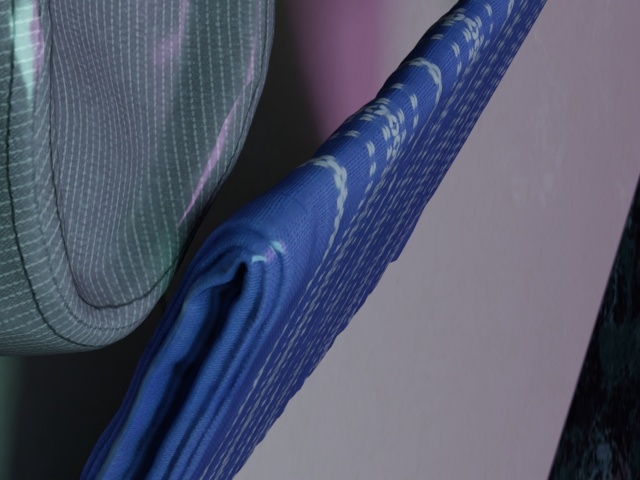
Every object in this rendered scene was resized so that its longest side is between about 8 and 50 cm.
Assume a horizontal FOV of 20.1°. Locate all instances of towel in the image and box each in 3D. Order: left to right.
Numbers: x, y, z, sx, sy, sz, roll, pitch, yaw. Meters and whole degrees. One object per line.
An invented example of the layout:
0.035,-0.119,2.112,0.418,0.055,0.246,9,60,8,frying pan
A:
0.000,0.000,0.683,0.336,0.040,0.243,-50,172,-51,towel

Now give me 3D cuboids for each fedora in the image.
-0.096,-0.060,0.515,0.244,0.124,0.275,28,68,-61,fedora
